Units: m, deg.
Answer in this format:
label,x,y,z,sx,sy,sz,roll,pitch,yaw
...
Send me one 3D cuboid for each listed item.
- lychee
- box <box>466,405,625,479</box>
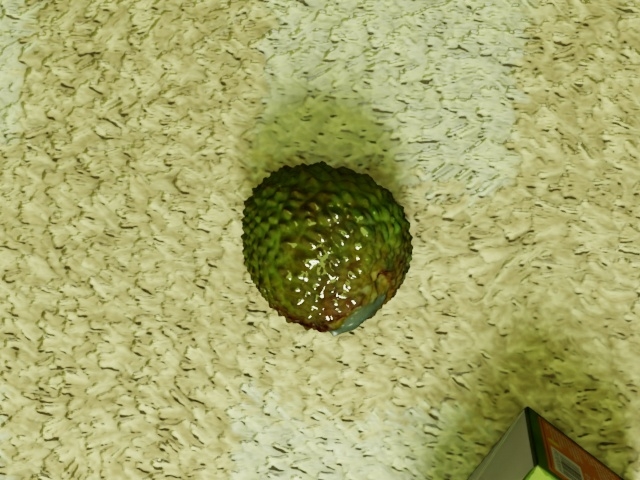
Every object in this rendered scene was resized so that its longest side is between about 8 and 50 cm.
label,x,y,z,sx,sy,sz,roll,pitch,yaw
lychee,0.000,0.000,0.978,0.171,0.171,0.171,1,96,8
box,0.192,0.280,0.956,0.148,0.195,0.178,37,99,3
